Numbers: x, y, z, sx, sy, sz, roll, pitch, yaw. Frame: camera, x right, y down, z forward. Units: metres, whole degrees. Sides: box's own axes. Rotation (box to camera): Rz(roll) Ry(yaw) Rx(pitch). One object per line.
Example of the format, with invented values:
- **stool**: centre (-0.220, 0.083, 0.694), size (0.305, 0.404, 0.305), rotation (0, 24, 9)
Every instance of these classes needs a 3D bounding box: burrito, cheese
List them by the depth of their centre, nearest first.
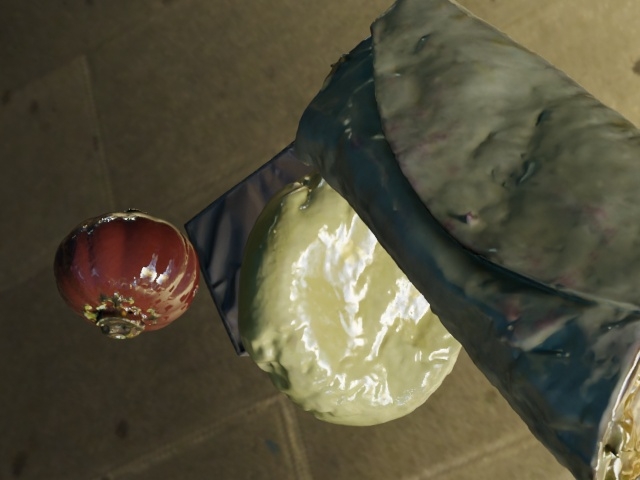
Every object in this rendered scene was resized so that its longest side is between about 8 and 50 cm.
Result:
- **burrito**: centre (0.106, -0.010, 0.614), size (0.143, 0.105, 0.299), rotation (-36, 49, -5)
- **cheese**: centre (0.030, 0.045, 1.051), size (0.226, 0.214, 0.117), rotation (-61, 20, -19)

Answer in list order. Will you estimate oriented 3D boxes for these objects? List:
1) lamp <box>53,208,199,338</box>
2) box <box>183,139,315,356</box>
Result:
- **lamp**: centre (-0.133, 0.022, 0.813), size (0.101, 0.101, 0.090), rotation (-16, 55, 21)
- **box**: centre (0.000, 0.000, 1.343), size (0.252, 0.153, 0.188), rotation (-32, 71, 27)
